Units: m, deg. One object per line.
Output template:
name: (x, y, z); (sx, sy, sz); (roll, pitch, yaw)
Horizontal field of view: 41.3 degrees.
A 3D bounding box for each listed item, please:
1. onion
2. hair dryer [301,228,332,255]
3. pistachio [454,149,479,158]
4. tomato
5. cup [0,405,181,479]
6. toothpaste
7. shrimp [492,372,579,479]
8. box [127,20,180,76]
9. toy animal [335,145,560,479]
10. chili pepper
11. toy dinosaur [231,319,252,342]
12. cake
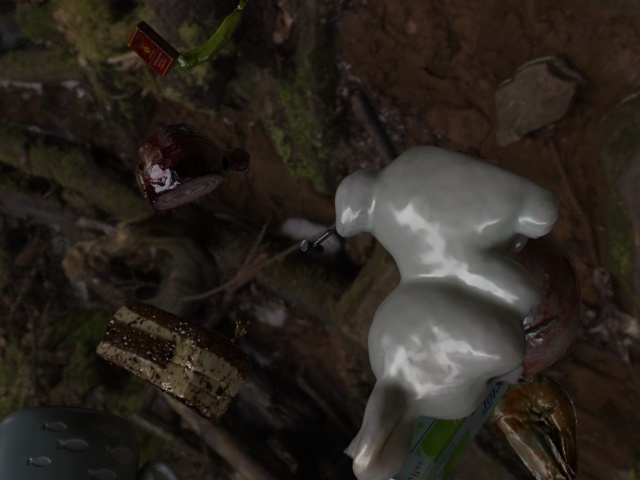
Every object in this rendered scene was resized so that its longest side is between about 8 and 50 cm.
onion: (-0.238, -0.147, 1.585); (0.139, 0.218, 0.195); (63, 159, 15)
hair dryer: (0.000, 0.000, 1.830); (0.047, 0.026, 0.083); (17, 136, -35)
pistachio: (0.271, -0.102, 1.622); (0.113, 0.113, 0.149); (0, 120, 42)
tomato: (0.309, 0.108, 1.535); (0.317, 0.282, 0.316); (12, 140, 10)
cup: (-0.389, 0.437, 1.432); (0.357, 0.274, 0.259); (13, 154, -27)
toothpaste: (0.205, 0.263, 1.306); (0.081, 0.336, 0.067); (13, 134, 38)
shrimp: (0.458, 0.398, 1.707); (0.294, 0.154, 0.062); (63, -176, 6)
box: (-0.276, -0.316, 1.401); (0.082, 0.023, 0.051); (42, 139, -5)
toy animal: (0.113, 0.083, 0.951); (0.241, 0.367, 0.196); (11, 174, 7)
chili pepper: (-0.215, -0.405, 1.712); (0.049, 0.208, 0.043); (49, 177, -18)
toy dinosaur: (-0.173, 0.193, 1.893); (0.026, 0.113, 0.041); (22, 116, 8)
cake: (-0.234, 0.156, 1.243); (0.246, 0.112, 0.135); (26, 163, 18)
